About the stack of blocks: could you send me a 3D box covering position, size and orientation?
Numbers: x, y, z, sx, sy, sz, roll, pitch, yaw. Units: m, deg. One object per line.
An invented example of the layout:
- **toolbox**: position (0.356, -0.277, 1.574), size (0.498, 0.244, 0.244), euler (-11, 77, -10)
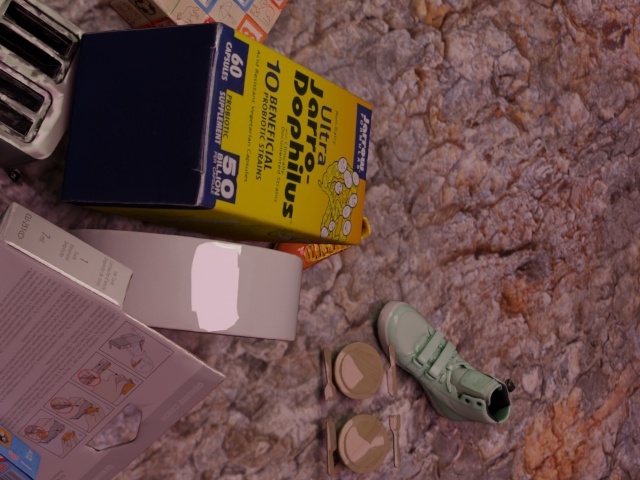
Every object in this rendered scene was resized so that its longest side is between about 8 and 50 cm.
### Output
- **stack of blocks**: position (-0.123, -0.369, 1.321), size (0.171, 0.087, 0.297), euler (43, 63, -32)

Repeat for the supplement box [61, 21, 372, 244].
- **supplement box**: position (-0.106, -0.110, 1.192), size (0.356, 0.195, 0.194), euler (13, 81, -60)

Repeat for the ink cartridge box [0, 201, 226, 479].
- **ink cartridge box**: position (-0.281, 0.133, 1.028), size (0.261, 0.296, 0.066), euler (34, 32, -22)

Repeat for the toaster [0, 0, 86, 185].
- **toaster**: position (-0.354, -0.180, 1.108), size (0.186, 0.110, 0.168), euler (34, 69, -35)

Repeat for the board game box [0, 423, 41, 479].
- **board game box**: position (-0.420, 0.206, 1.022), size (0.211, 0.160, 0.039), euler (50, 21, -29)

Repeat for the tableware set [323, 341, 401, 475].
- **tableware set**: position (0.055, 0.250, 1.497), size (0.128, 0.039, 0.194), euler (1, 83, -29)

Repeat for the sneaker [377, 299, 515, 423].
- **sneaker**: position (0.203, 0.188, 1.548), size (0.256, 0.151, 0.094), euler (51, 61, -26)

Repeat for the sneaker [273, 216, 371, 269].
- **sneaker**: position (0.000, 0.000, 1.434), size (0.175, 0.067, 0.064), euler (-32, 111, -34)

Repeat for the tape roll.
- **tape roll**: position (-0.164, 0.055, 1.155), size (0.286, 0.286, 0.100), euler (10, 82, -40)
